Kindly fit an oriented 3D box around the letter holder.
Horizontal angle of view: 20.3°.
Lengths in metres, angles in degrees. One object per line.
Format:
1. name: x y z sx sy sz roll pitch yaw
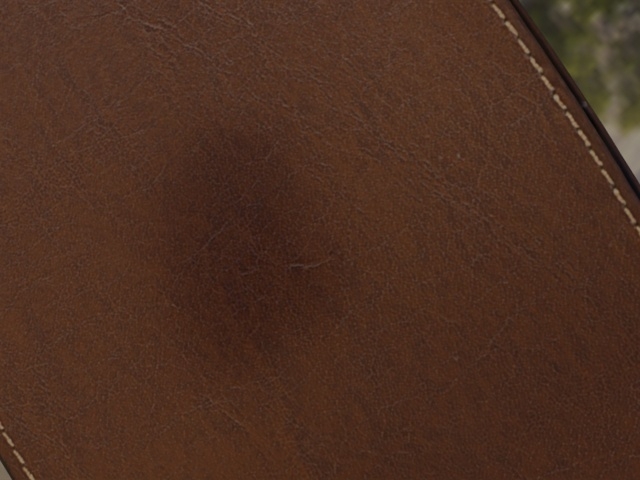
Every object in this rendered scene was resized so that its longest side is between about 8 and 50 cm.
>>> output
1. letter holder: 0.000 0.000 0.600 0.214 0.302 0.152 -37 166 16
